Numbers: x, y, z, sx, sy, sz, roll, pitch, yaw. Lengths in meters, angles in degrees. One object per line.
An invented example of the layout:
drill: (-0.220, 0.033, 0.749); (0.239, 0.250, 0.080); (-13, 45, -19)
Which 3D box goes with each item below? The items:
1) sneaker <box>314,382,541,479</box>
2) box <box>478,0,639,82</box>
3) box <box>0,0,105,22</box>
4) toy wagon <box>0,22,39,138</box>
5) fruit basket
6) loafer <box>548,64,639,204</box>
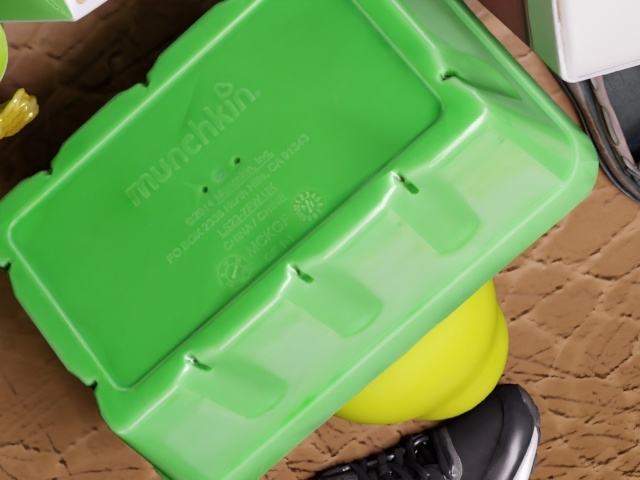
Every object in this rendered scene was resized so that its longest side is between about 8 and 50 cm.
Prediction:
sneaker: (0.059, 0.219, 1.179); (0.124, 0.107, 0.283); (33, 104, -22)
box: (0.168, -0.213, 0.907); (0.148, 0.232, 0.127); (-17, 121, -8)
box: (-0.140, -0.287, 0.781); (0.231, 0.126, 0.262); (-41, 122, -29)
toy wagon: (-0.292, -0.200, 0.872); (0.267, 0.068, 0.344); (-30, 122, 1)
fruit basket: (0.000, 0.000, 0.999); (0.392, 0.283, 0.392); (-35, 163, -12)
loafer: (0.249, -0.087, 1.084); (0.096, 0.084, 0.267); (-41, 121, 7)
